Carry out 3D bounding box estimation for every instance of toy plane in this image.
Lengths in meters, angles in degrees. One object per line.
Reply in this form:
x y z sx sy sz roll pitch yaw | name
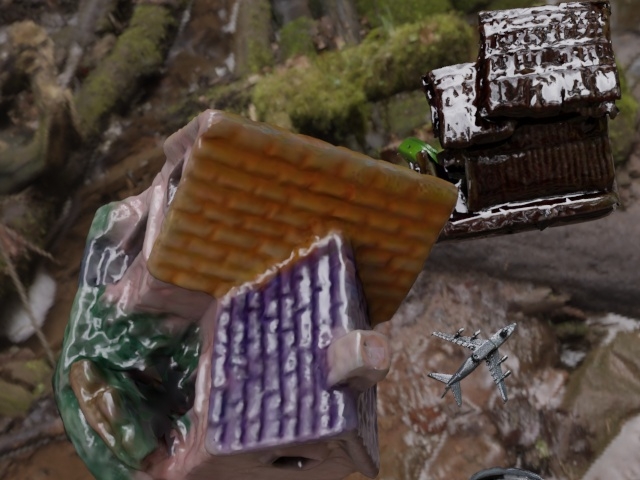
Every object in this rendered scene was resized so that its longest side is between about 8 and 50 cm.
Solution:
0.124 0.091 0.739 0.084 0.024 0.078 -42 68 -11 | toy plane

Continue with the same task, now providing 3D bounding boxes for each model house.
-0.049 0.042 0.652 0.237 0.202 0.237 -46 32 47 | model house
0.252 -0.161 1.246 0.317 0.282 0.297 -9 5 3 | model house

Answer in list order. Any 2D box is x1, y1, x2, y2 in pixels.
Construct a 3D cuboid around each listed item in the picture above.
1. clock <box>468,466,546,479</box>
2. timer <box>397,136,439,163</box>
0.259 0.372 1.275 0.229 0.063 0.155 -4 31 -22 | clock
0.191 -0.112 1.554 0.047 0.140 0.128 -47 20 1 | timer
